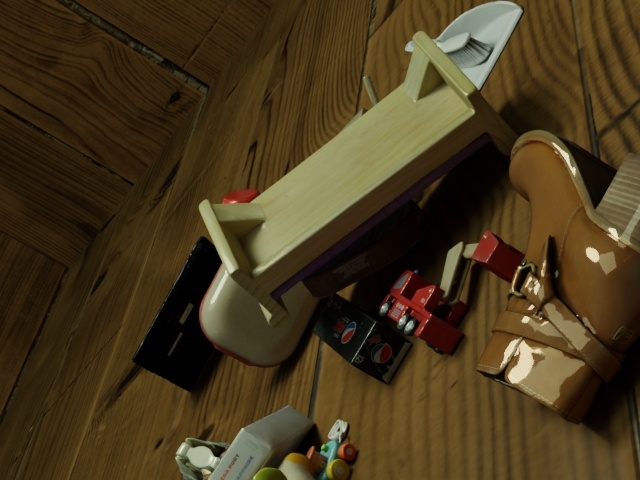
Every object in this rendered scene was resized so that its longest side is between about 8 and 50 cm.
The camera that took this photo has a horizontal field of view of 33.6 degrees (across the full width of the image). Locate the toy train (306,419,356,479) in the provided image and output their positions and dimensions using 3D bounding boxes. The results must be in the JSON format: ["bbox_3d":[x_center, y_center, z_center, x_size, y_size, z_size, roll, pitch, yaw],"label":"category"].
[{"bbox_3d":[-0.026,0.276,1.197,0.166,0.046,0.125,-57,18,7],"label":"toy train"}]

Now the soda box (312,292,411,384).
[{"bbox_3d":[0.045,0.114,1.256,0.060,0.053,0.169,-59,17,-1],"label":"soda box"}]

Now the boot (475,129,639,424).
[{"bbox_3d":[0.206,0.027,0.930,0.220,0.109,0.283,-62,25,2],"label":"boot"}]

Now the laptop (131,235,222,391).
[{"bbox_3d":[-0.234,0.127,1.841,0.137,0.264,0.234,20,77,35],"label":"laptop"}]

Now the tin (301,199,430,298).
[{"bbox_3d":[0.054,0.011,1.349,0.190,0.040,0.106,-30,22,28],"label":"tin"}]

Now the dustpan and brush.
[{"bbox_3d":[0.184,-0.273,1.505,0.147,0.060,0.211,-61,18,-6],"label":"dustpan and brush"}]

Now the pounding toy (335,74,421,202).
[{"bbox_3d":[0.077,-0.121,1.429,0.100,0.130,0.141,-44,23,37],"label":"pounding toy"}]

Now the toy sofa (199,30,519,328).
[{"bbox_3d":[0.053,-0.057,1.263,0.362,0.177,0.150,-37,42,6],"label":"toy sofa"}]

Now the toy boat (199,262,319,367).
[{"bbox_3d":[-0.082,0.066,1.525,0.231,0.151,0.151,-63,14,-14],"label":"toy boat"}]

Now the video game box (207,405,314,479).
[{"bbox_3d":[-0.094,0.287,1.218,0.187,0.048,0.205,-59,-12,4],"label":"video game box"}]

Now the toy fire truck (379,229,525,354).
[{"bbox_3d":[0.137,0.049,1.130,0.135,0.047,0.192,-58,17,0],"label":"toy fire truck"}]

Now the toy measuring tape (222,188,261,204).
[{"bbox_3d":[-0.117,-0.012,1.782,0.121,0.121,0.330,-56,19,7],"label":"toy measuring tape"}]

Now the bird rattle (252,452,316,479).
[{"bbox_3d":[-0.046,0.333,1.070,0.207,0.143,0.253,-97,29,-62],"label":"bird rattle"}]

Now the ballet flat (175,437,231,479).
[{"bbox_3d":[-0.150,0.301,1.432,0.221,0.079,0.077,-21,42,63],"label":"ballet flat"}]
